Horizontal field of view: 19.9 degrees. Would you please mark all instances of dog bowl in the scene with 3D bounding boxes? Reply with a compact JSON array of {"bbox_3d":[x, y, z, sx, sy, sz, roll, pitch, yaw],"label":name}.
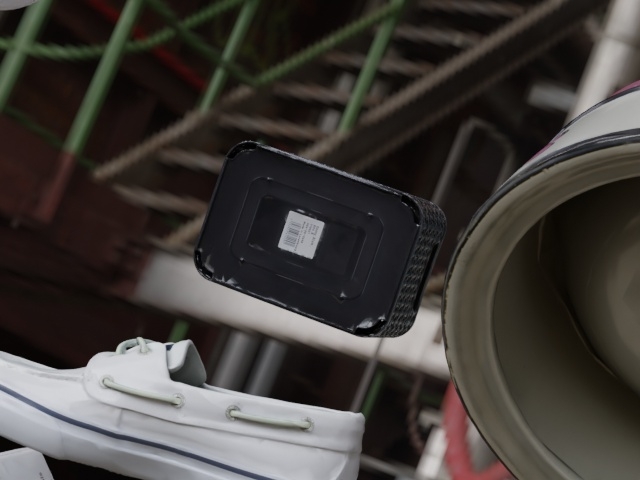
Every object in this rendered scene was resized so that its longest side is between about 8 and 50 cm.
[{"bbox_3d":[0.296,0.053,1.255,0.408,0.150,0.408,15,-47,16],"label":"dog bowl"}]

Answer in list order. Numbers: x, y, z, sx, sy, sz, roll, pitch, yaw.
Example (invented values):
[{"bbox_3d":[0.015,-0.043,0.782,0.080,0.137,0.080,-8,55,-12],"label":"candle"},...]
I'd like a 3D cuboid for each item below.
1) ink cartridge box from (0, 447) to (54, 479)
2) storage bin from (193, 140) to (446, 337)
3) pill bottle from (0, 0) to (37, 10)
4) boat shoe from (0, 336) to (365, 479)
[{"bbox_3d":[-0.322,0.250,1.194,0.226,0.131,0.306,-30,-10,22],"label":"ink cartridge box"},{"bbox_3d":[0.000,0.000,1.525,0.180,0.122,0.084,20,3,17],"label":"storage bin"},{"bbox_3d":[-0.369,-0.299,1.573,0.363,0.210,0.210,14,-15,46],"label":"pill bottle"},{"bbox_3d":[-0.083,0.086,0.955,0.226,0.076,0.083,18,1,7],"label":"boat shoe"}]
